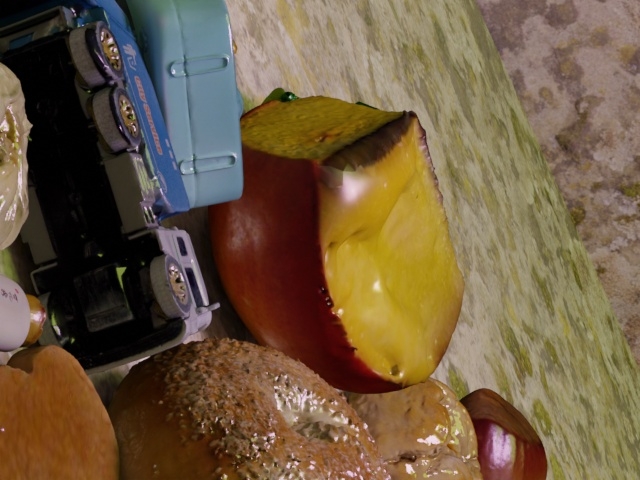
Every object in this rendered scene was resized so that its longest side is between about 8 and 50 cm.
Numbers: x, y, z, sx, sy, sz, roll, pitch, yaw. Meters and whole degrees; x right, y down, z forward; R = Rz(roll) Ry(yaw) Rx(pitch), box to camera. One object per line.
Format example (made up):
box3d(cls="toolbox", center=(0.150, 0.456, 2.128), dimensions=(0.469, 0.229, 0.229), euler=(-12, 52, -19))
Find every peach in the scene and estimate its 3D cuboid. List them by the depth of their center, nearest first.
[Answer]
box3d(cls="peach", center=(0.000, 0.000, 2.126), dimensions=(0.380, 0.242, 0.306), euler=(73, 34, -43))

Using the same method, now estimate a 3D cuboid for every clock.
box3d(cls="clock", center=(-0.150, -0.175, 1.937), dimensions=(0.274, 0.094, 0.224), euler=(-121, -155, -60))

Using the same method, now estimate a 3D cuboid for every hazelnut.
box3d(cls="hazelnut", center=(0.215, 0.315, 2.585), dimensions=(0.181, 0.181, 0.212), euler=(46, 13, 13))

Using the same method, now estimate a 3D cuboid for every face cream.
box3d(cls="face cream", center=(-0.287, 0.049, 1.538), dimensions=(0.182, 0.051, 0.072), euler=(32, 36, -64))

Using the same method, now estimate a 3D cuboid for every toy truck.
box3d(cls="toy truck", center=(-0.209, -0.066, 1.726), dimensions=(0.175, 0.146, 0.367), euler=(3, 70, -75))

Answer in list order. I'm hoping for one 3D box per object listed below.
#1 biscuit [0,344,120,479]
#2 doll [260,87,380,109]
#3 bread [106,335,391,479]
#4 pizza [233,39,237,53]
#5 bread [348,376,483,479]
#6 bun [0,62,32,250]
box3d(cls="biscuit", center=(-0.234, 0.240, 1.501), dimensions=(0.376, 0.051, 0.269), euler=(-78, 149, -55))
box3d(cls="doll", center=(-0.014, -0.128, 2.387), dimensions=(0.186, 0.106, 0.134), euler=(16, 98, -51))
box3d(cls="bread", center=(-0.053, 0.210, 1.745), dimensions=(0.305, 0.159, 0.305), euler=(31, 25, -16))
box3d(cls="pizza", center=(-0.131, -0.254, 2.223), dimensions=(0.178, 0.041, 0.131), euler=(67, -2, -46))
box3d(cls="bread", center=(0.125, 0.275, 2.389), dimensions=(0.244, 0.134, 0.244), euler=(56, 21, -36))
box3d(cls="bun", center=(-0.290, -0.079, 1.556), dimensions=(0.188, 0.111, 0.164), euler=(-92, 159, -48))
